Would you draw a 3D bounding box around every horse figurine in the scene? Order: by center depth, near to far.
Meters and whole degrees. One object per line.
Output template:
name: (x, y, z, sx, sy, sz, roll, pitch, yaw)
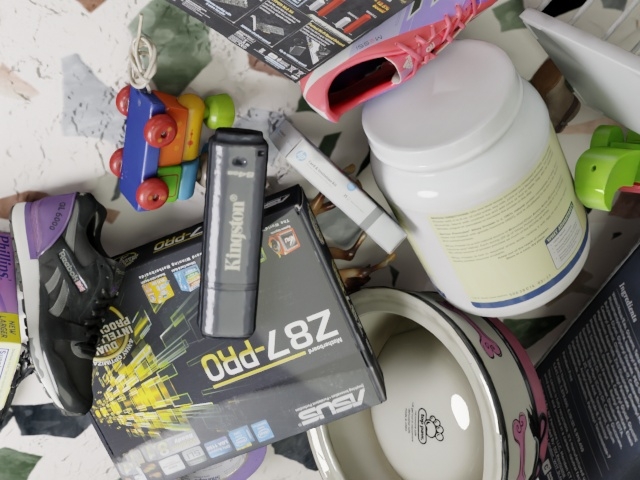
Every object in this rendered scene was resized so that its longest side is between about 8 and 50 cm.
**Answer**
horse figurine: (0.000, 0.000, 1.598, 0.174, 0.066, 0.263, -30, 129, -3)

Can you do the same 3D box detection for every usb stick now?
usb stick: (-0.111, -0.004, 1.423, 0.077, 0.045, 0.278, 5, 109, 0)

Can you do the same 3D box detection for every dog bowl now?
dog bowl: (0.158, 0.257, 1.666, 0.150, 0.408, 0.408, -9, 135, -41)

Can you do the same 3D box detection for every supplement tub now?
supplement tub: (0.206, -0.078, 1.487, 0.235, 0.235, 0.325, -28, 132, 5)

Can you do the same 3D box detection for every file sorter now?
file sorter: (0.424, -0.236, 1.379, 0.173, 0.278, 0.193, -48, 129, 2)

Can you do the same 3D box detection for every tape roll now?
tape roll: (-0.184, 0.314, 1.790, 0.189, 0.080, 0.189, -9, 132, -11)

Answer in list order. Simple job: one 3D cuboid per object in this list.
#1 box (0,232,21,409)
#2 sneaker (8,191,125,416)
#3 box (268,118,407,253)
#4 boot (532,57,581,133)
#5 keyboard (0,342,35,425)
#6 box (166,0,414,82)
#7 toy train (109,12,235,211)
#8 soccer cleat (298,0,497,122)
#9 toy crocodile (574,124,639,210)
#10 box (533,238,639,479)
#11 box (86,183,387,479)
box: (-0.506, 0.085, 1.396, 0.243, 0.213, 0.117, 9, 126, -25)
sneaker: (-0.303, 0.075, 1.421, 0.124, 0.283, 0.107, -13, 172, 3)
box: (0.020, -0.072, 1.452, 0.186, 0.145, 0.038, 40, 95, -18)
boot: (0.329, -0.200, 1.561, 0.087, 0.042, 0.118, 15, 122, -37)
keyboard: (-0.525, 0.209, 1.619, 0.201, 0.033, 0.317, 18, 122, -23)
box: (-0.058, -0.323, 1.236, 0.307, 0.076, 0.242, 28, 139, -34)
toy train: (-0.168, -0.161, 1.394, 0.143, 0.105, 0.248, -9, 126, -33)
soccer cleat: (0.117, -0.254, 1.386, 0.318, 0.116, 0.108, -30, 132, 8)
toy crocodile: (0.459, -0.106, 1.561, 0.340, 0.115, 0.105, -11, 107, -52)
box: (0.636, 0.233, 1.719, 0.480, 0.297, 0.472, 11, 131, -20)
box: (-0.148, 0.139, 1.551, 0.395, 0.097, 0.318, -20, 112, 7)
